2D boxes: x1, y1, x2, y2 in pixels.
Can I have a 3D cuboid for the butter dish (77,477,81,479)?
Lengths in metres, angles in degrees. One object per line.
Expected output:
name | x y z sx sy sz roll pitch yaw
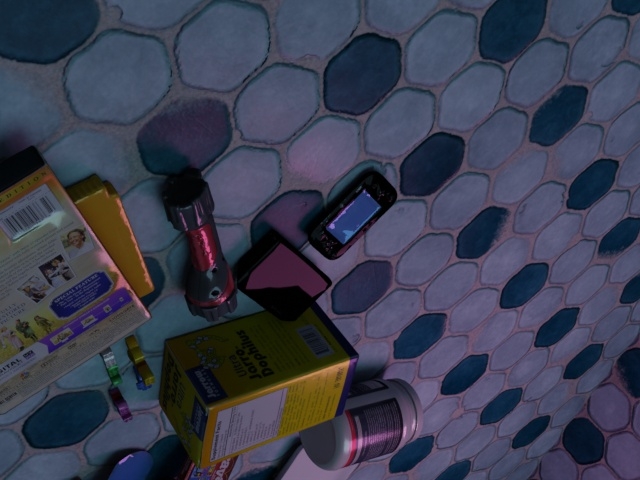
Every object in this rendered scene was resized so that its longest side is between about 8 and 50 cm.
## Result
butter dish | -0.537 0.615 1.947 0.118 0.160 0.160 -11 138 0

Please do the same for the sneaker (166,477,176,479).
sneaker | -0.347 0.663 2.193 0.122 0.110 0.283 -27 135 2

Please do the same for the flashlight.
flashlight | -0.218 0.019 1.638 0.103 0.103 0.304 -26 142 -14

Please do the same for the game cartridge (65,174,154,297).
game cartridge | -0.457 0.060 1.520 0.324 0.052 0.285 -29 141 -18

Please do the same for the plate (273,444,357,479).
plate | -0.029 0.633 2.462 0.278 0.045 0.277 12 119 -46

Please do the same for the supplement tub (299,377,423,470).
supplement tub | 0.100 0.448 2.265 0.272 0.191 0.191 -6 131 -36

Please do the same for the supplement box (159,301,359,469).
supplement box | -0.130 0.289 1.906 0.356 0.195 0.194 -14 136 -31

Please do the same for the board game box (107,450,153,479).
board game box | -0.441 0.527 2.004 0.168 0.033 0.133 -62 151 -1

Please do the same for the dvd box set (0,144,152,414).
dvd box set | -0.476 0.079 1.430 0.307 0.062 0.420 -34 143 -10

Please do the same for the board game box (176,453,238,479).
board game box | -0.254 0.515 2.081 0.145 0.027 0.281 27 86 -52

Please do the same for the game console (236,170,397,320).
game console | 0.000 0.000 1.842 0.361 0.044 0.213 -45 138 3

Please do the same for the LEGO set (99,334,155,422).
LEGO set | -0.363 0.264 1.764 0.087 0.093 0.227 -25 140 -20
